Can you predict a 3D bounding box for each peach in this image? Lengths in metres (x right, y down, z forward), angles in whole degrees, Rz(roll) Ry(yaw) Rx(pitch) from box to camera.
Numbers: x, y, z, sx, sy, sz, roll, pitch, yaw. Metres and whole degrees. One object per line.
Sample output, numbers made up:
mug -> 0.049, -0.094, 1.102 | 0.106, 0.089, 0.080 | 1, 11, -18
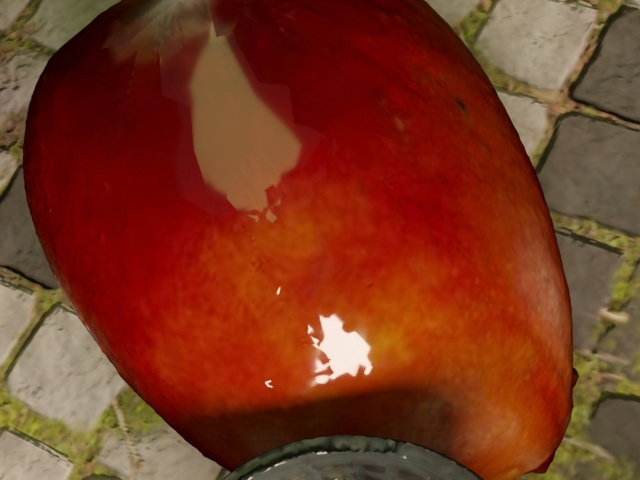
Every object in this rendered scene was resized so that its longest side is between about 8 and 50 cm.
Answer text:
peach -> 0.000, 0.000, 0.632 | 0.281, 0.281, 0.338 | -39, 94, -9

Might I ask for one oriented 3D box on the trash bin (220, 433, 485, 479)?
trash bin -> 0.025, 0.189, 0.513 | 0.175, 0.161, 0.175 | -5, 66, 11
